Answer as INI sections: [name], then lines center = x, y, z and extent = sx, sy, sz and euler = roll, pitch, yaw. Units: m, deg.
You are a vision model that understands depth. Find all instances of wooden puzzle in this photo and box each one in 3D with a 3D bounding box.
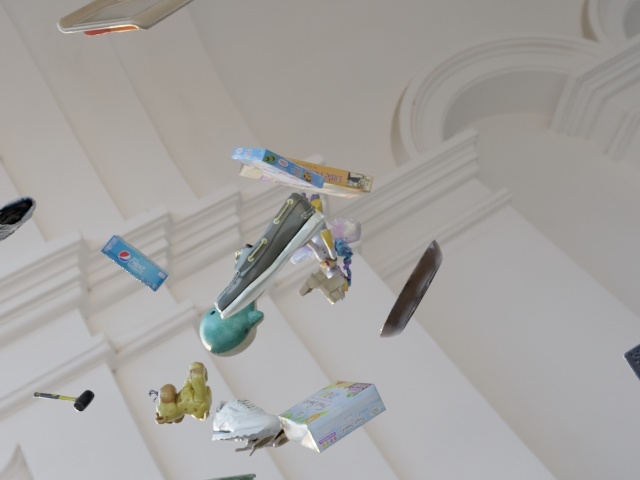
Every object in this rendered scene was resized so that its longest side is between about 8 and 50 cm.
[wooden puzzle]
center = -0.429, -0.511, 1.295
extent = 0.221, 0.239, 0.044
euler = -59, -31, -43

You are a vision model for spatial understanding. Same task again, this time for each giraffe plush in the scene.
[giraffe plush]
center = -0.434, 0.499, 1.805
extent = 0.171, 0.210, 0.181
euler = -11, -20, -7

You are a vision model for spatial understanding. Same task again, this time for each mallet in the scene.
[mallet]
center = -0.765, 0.464, 1.723
extent = 0.062, 0.190, 0.039
euler = -50, -38, -57

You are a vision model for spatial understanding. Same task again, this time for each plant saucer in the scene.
[plant saucer]
center = 0.258, 0.143, 1.585
extent = 0.310, 0.050, 0.310
euler = -55, -14, -20

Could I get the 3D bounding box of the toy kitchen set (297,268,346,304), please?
[toy kitchen set]
center = 0.011, 0.114, 1.321
extent = 0.068, 0.083, 0.075
euler = -28, -20, -49

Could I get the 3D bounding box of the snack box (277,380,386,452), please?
[snack box]
center = 0.020, 0.381, 1.272
extent = 0.175, 0.070, 0.207
euler = -25, -2, -23

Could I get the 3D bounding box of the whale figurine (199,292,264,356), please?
[whale figurine]
center = -0.271, 0.223, 1.784
extent = 0.141, 0.216, 0.272
euler = 53, -133, -35

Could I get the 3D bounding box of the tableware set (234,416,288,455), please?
[tableware set]
center = -0.112, 0.497, 1.451
extent = 0.128, 0.039, 0.194
euler = -45, -29, 8

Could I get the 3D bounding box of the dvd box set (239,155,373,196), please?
[dvd box set]
center = -0.061, -0.223, 1.983
extent = 0.421, 0.307, 0.062
euler = 11, -91, -11

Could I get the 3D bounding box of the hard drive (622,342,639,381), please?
[hard drive]
center = 0.660, 0.251, 0.966
extent = 0.172, 0.254, 0.054
euler = -41, -16, 17

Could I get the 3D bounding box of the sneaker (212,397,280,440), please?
[sneaker]
center = -0.175, 0.404, 1.311
extent = 0.090, 0.094, 0.235
euler = 20, -29, -37

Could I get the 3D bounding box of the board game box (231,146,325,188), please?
[board game box]
center = -0.115, -0.199, 1.587
extent = 0.212, 0.160, 0.039
euler = 23, -95, -39

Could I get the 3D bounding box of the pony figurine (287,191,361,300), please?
[pony figurine]
center = 0.000, 0.000, 2.068
extent = 0.303, 0.350, 0.363
euler = -22, -47, 6

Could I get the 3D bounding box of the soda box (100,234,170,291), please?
[soda box]
center = -0.580, 0.071, 1.817
extent = 0.067, 0.210, 0.071
euler = -51, 6, -3

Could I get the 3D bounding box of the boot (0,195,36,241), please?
[boot]
center = -0.883, -0.036, 1.544
extent = 0.123, 0.095, 0.258
euler = -17, 27, 54

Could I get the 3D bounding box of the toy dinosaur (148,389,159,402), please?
[toy dinosaur]
center = -0.639, 0.612, 2.276
extent = 0.090, 0.082, 0.047
euler = -9, -58, -45

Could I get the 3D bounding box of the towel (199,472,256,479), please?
[towel]
center = -0.338, 0.596, 1.366
extent = 0.325, 0.038, 0.248
euler = -13, -23, 12

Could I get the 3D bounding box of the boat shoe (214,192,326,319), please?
[boat shoe]
center = -0.120, 0.034, 1.203
extent = 0.305, 0.091, 0.109
euler = -47, -7, 5
